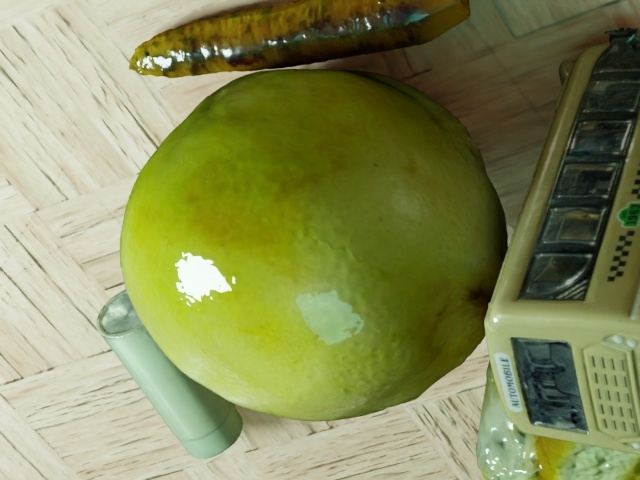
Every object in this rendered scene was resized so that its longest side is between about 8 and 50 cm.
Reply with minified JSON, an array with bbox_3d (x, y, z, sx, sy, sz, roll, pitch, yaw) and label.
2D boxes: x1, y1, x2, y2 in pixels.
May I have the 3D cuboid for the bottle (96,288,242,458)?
[{"bbox_3d":[-0.153,0.138,1.942,0.072,0.072,0.201,-13,131,21],"label":"bottle"}]

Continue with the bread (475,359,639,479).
[{"bbox_3d":[0.287,0.141,1.769,0.264,0.239,0.395,35,131,-18],"label":"bread"}]

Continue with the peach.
[{"bbox_3d":[-0.008,0.001,1.602,0.314,0.315,0.281,-47,156,11],"label":"peach"}]

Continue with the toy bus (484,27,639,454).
[{"bbox_3d":[0.263,-0.012,1.532,0.202,0.365,0.177,4,135,22],"label":"toy bus"}]

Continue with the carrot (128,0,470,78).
[{"bbox_3d":[-0.026,-0.178,1.615,0.314,0.066,0.066,-10,132,19],"label":"carrot"}]
